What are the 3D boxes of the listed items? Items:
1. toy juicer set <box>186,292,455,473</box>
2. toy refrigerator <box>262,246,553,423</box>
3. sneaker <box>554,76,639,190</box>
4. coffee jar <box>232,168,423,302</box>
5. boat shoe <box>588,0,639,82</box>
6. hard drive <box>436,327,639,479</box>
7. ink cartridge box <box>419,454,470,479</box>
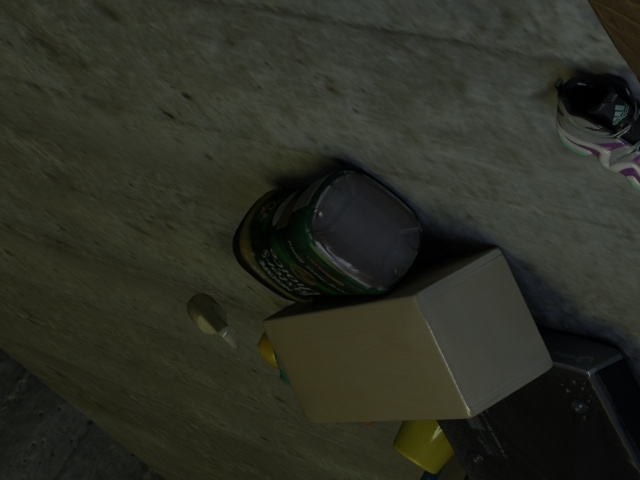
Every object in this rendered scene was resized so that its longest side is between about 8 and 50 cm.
[{"bbox_3d":[-0.008,0.101,1.654,0.329,0.089,0.209,33,179,-35],"label":"toy juicer set"},{"bbox_3d":[0.065,0.079,1.352,0.269,0.094,0.102,-15,101,64],"label":"toy refrigerator"},{"bbox_3d":[0.168,-0.060,0.921,0.098,0.038,0.069,24,163,25],"label":"sneaker"},{"bbox_3d":[0.000,0.000,1.332,0.096,0.079,0.184,37,164,-15],"label":"coffee jar"},{"bbox_3d":[0.191,-0.075,0.734,0.285,0.092,0.103,51,178,-41],"label":"boat shoe"},{"bbox_3d":[0.180,0.144,1.386,0.255,0.054,0.172,2,126,58],"label":"hard drive"},{"bbox_3d":[0.232,0.286,1.656,0.223,0.129,0.307,34,164,-6],"label":"ink cartridge box"}]
